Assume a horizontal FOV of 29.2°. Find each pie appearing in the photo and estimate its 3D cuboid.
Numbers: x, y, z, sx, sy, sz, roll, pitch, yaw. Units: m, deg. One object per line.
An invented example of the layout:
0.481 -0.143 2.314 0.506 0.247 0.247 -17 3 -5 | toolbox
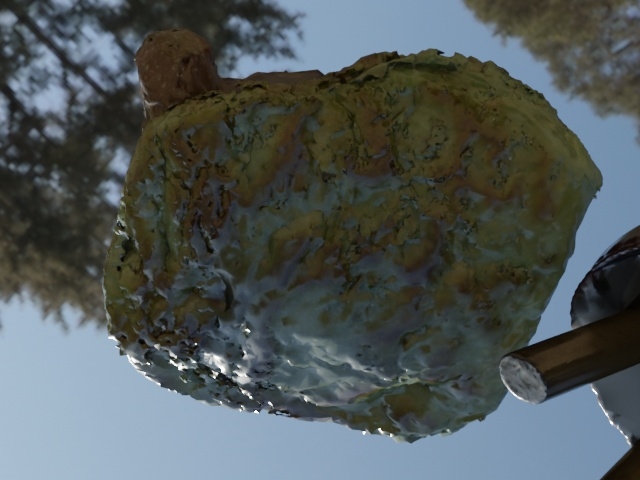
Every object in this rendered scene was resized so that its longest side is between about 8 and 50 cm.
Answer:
0.021 0.015 1.103 0.418 0.395 0.180 10 -152 4 | pie

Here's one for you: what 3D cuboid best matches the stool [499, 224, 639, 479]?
0.290 0.129 0.964 0.272 0.272 0.178 -2 -156 47 | stool
